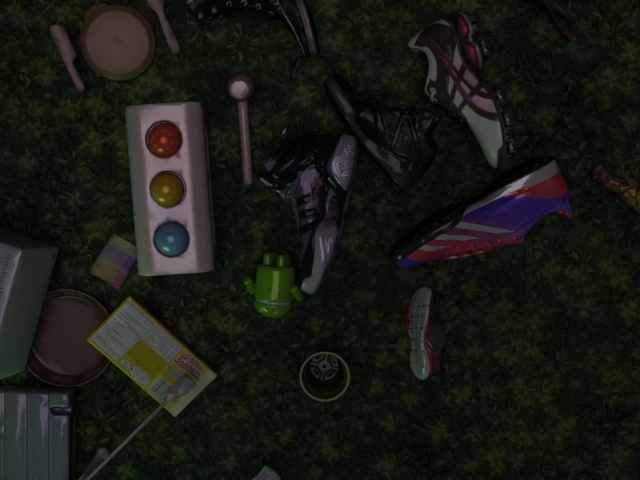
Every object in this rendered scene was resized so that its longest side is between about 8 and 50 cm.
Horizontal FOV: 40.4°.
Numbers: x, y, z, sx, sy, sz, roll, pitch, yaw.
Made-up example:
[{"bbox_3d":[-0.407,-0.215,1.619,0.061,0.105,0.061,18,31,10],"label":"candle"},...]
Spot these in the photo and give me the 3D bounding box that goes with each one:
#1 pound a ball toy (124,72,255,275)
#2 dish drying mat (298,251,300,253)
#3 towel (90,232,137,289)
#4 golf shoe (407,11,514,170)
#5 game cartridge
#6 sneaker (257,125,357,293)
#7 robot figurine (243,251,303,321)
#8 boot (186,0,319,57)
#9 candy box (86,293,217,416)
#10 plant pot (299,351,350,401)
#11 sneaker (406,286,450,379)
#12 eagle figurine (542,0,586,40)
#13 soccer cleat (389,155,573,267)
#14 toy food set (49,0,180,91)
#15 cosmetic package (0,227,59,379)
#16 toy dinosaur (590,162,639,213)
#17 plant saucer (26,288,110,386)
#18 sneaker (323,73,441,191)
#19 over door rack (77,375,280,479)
[{"bbox_3d":[-0.204,-0.110,1.415,0.208,0.136,0.320,-3,95,0],"label":"pound a ball toy"},{"bbox_3d":[0.000,0.000,1.487,0.032,0.008,0.083,40,93,-2],"label":"dish drying mat"},{"bbox_3d":[-0.351,0.036,1.489,0.060,0.009,0.083,31,93,-2],"label":"towel"},{"bbox_3d":[0.239,-0.235,1.432,0.120,0.105,0.273,-19,86,10],"label":"golf shoe"},{"bbox_3d":[-0.539,0.425,1.497,0.230,0.068,0.355,2,95,4],"label":"game cartridge"},{"bbox_3d":[-0.035,-0.055,1.437,0.153,0.101,0.269,13,91,7],"label":"sneaker"},{"bbox_3d":[-0.077,0.078,1.463,0.101,0.067,0.115,8,96,17],"label":"robot figurine"},{"bbox_3d":[-0.117,-0.381,1.420,0.178,0.085,0.237,-24,88,4],"label":"boot"},{"bbox_3d":[-0.284,0.196,1.476,0.105,0.027,0.206,-45,104,0],"label":"candy box"},{"bbox_3d":[0.007,0.221,1.469,0.083,0.079,0.083,0,94,0],"label":"plant pot"},{"bbox_3d":[0.188,0.156,1.486,0.064,0.061,0.158,-2,96,-27],"label":"sneaker"},{"bbox_3d":[0.434,-0.503,1.362,0.225,0.226,0.298,45,99,17],"label":"eagle figurine"},{"bbox_3d":[0.267,-0.020,1.441,0.318,0.108,0.117,-29,98,0],"label":"soccer cleat"},{"bbox_3d":[-0.338,-0.333,1.450,0.192,0.038,0.133,-21,101,-4],"label":"toy food set"},{"bbox_3d":[-0.580,0.085,1.414,0.224,0.138,0.224,17,94,6],"label":"cosmetic package"},{"bbox_3d":[0.552,-0.065,1.466,0.211,0.064,0.112,45,111,6],"label":"toy dinosaur"},{"bbox_3d":[-0.432,0.165,1.489,0.168,0.029,0.169,0,95,1],"label":"plant saucer"},{"bbox_3d":[0.110,-0.205,1.434,0.130,0.087,0.227,-42,97,1],"label":"sneaker"},{"bbox_3d":[-0.262,0.417,1.469,0.324,0.108,0.239,-43,98,-4],"label":"over door rack"}]
